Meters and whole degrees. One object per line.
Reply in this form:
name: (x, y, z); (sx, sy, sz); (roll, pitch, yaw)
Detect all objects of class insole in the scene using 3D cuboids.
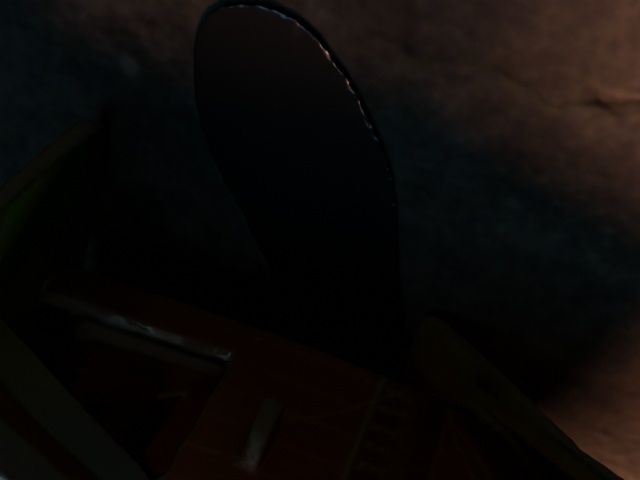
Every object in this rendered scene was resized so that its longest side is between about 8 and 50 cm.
insole: (0.000, 0.000, 0.552); (0.080, 0.003, 0.232); (1, 129, 23)

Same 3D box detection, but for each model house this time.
model house: (-0.036, 0.183, 0.464); (0.324, 0.340, 0.300); (19, 119, 6)
